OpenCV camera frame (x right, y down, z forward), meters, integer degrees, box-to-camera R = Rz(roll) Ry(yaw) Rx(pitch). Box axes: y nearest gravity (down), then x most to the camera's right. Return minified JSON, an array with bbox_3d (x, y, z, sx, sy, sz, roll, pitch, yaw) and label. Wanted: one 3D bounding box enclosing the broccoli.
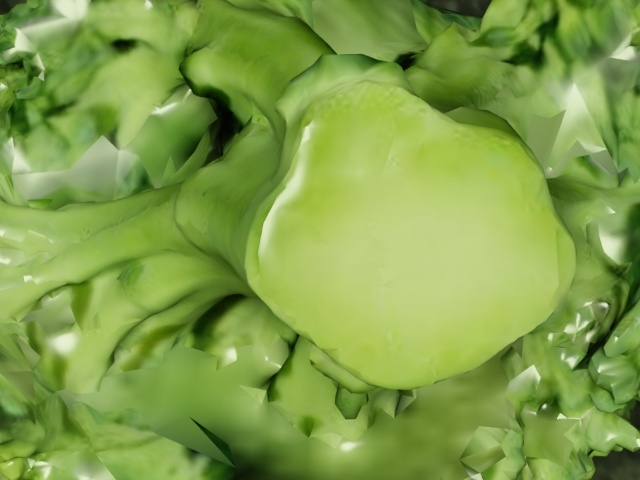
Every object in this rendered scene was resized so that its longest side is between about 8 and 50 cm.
[{"bbox_3d":[0.005,0.008,0.451,0.288,0.260,0.235,-37,126,-2],"label":"broccoli"}]
